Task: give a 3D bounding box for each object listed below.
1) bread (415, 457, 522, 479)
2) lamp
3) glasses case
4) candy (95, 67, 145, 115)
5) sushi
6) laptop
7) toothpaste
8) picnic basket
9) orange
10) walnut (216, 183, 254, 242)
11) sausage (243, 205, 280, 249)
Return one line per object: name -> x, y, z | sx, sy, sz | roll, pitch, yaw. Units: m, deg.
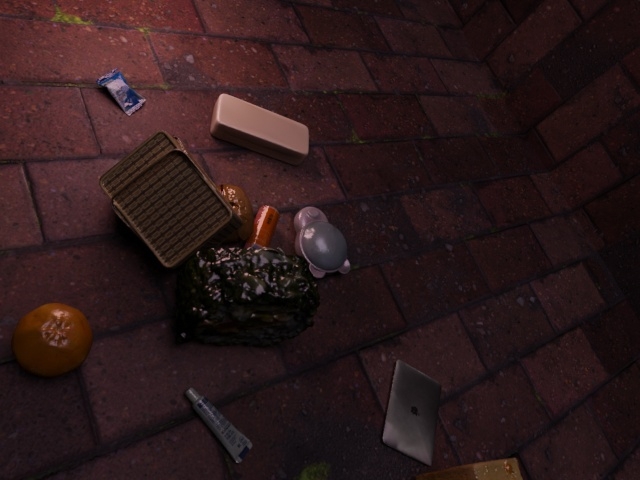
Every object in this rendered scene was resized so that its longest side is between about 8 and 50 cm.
bread -> 0.390, 0.663, 1.350 | 0.184, 0.275, 0.114 | 7, 56, -30
lamp -> 0.001, -0.002, 1.610 | 0.179, 0.108, 0.246 | -5, 65, -40
glasses case -> -0.201, -0.374, 1.722 | 0.336, 0.076, 0.144 | 17, 55, -24
candy -> -0.600, -0.452, 1.533 | 0.136, 0.038, 0.088 | 48, 51, -12
sushi -> -0.178, 0.143, 1.281 | 0.351, 0.294, 0.178 | 7, 55, -28
laptop -> 0.283, 0.520, 1.538 | 0.187, 0.015, 0.269 | 31, 50, -15
toothpaste -> -0.251, 0.441, 1.221 | 0.216, 0.037, 0.062 | 49, 48, -4
picnic basket -> -0.386, -0.103, 1.308 | 0.228, 0.175, 0.313 | -38, 86, -2
orange -> -0.572, 0.211, 1.082 | 0.158, 0.136, 0.159 | 15, 59, -26
walnut -> -0.269, -0.081, 1.462 | 0.144, 0.144, 0.180 | -6, 75, -36
sausage -> -0.185, 0.001, 1.509 | 0.071, 0.071, 0.234 | 29, 50, -16
